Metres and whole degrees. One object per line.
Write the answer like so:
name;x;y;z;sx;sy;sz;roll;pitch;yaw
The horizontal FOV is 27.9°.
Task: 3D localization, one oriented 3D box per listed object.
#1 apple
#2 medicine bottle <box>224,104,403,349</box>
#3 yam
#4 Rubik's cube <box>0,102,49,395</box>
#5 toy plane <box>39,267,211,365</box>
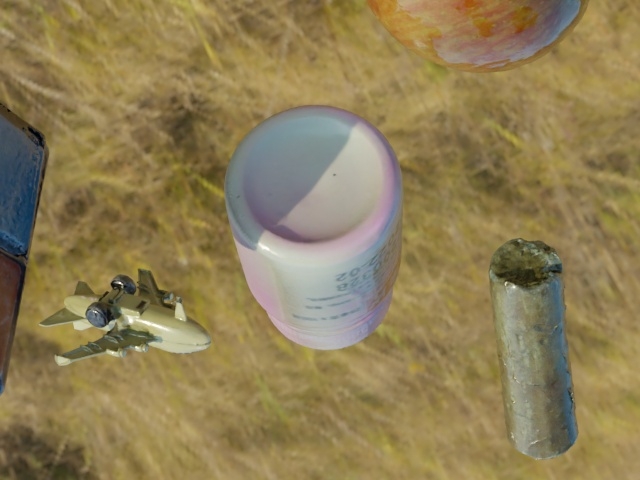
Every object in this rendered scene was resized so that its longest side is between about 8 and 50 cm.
apple;0.195;-0.336;1.468;0.309;0.277;0.250;-21;-178;-38
medicine bottle;0.000;0.000;1.696;0.219;0.219;0.388;-22;158;-6
yam;0.248;0.126;1.498;0.093;0.093;0.259;-19;121;-14
Rubik's cube;-0.505;-0.016;1.300;0.316;0.313;0.318;-6;154;23
toy plane;-0.282;0.117;1.924;0.256;0.242;0.104;4;123;25
